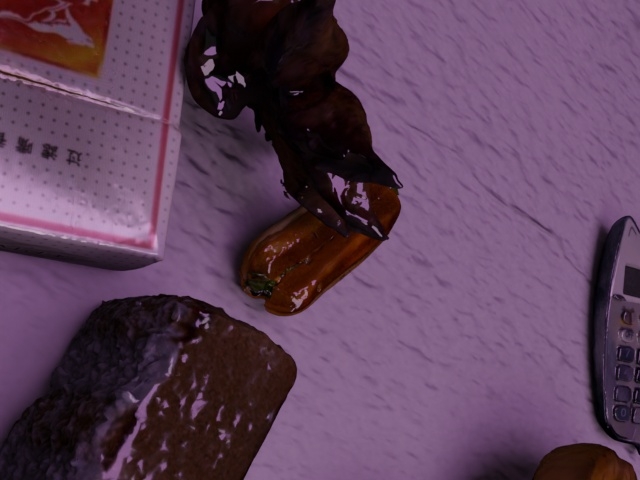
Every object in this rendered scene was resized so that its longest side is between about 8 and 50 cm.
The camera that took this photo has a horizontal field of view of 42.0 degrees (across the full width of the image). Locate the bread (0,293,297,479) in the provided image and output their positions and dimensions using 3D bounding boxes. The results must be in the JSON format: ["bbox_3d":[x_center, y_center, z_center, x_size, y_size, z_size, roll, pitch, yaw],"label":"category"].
[{"bbox_3d":[-0.175,0.217,0.479,0.113,0.165,0.416,42,60,-24],"label":"bread"}]

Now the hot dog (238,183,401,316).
[{"bbox_3d":[0.000,0.000,0.707,0.188,0.055,0.072,-38,101,-33],"label":"hot dog"}]

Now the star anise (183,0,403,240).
[{"bbox_3d":[-0.035,-0.101,0.585,0.103,0.272,0.271,-23,97,-9],"label":"star anise"}]

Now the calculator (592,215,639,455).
[{"bbox_3d":[0.379,0.114,0.970,0.177,0.040,0.268,14,75,-33],"label":"calculator"}]

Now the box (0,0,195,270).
[{"bbox_3d":[-0.198,-0.157,0.569,0.210,0.095,0.330,13,77,-33],"label":"box"}]

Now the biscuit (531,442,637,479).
[{"bbox_3d":[0.236,0.335,0.754,0.296,0.102,0.296,22,65,-60],"label":"biscuit"}]
